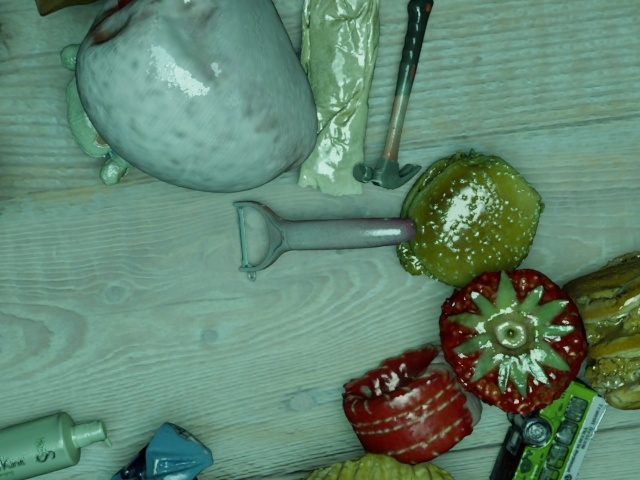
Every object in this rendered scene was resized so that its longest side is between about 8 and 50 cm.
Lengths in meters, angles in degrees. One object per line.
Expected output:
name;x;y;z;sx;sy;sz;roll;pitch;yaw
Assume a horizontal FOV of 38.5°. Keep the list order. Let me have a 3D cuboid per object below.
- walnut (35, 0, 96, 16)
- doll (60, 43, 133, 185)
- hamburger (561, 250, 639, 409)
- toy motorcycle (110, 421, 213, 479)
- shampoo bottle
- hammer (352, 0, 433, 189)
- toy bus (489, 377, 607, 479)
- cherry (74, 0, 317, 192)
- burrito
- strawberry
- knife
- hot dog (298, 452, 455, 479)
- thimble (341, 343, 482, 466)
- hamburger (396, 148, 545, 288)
walnut;-0.317;-0.441;1.242;0.203;0.203;0.297;24;88;-4
doll;-0.318;-0.187;1.336;0.104;0.071;0.213;-15;90;-7
hamburger;0.492;0.118;1.316;0.261;0.245;0.211;-18;85;-42
toy motorcycle;-0.305;0.408;1.375;0.416;0.172;0.232;-14;91;10
shampoo bottle;-0.454;0.320;1.388;0.263;0.085;0.085;-16;97;0
hammer;0.120;-0.216;1.338;0.111;0.033;0.287;11;90;-41
toy bus;0.337;0.347;1.396;0.139;0.113;0.301;19;95;-7
cherry;-0.161;-0.212;1.205;0.291;0.326;0.334;-32;94;13
burrito;0.024;-0.261;1.328;0.117;0.076;0.391;5;97;-2
strawberry;0.271;0.150;1.302;0.205;0.244;0.205;-2;76;10
knife;0.000;0.000;1.328;0.278;0.053;0.123;-2;103;21
hot dog;0.089;0.473;1.296;0.368;0.196;0.365;14;121;-2
thimble;0.136;0.243;1.349;0.190;0.163;0.125;-27;99;5
hamburger;0.213;-0.019;1.339;0.189;0.122;0.215;40;97;-6
